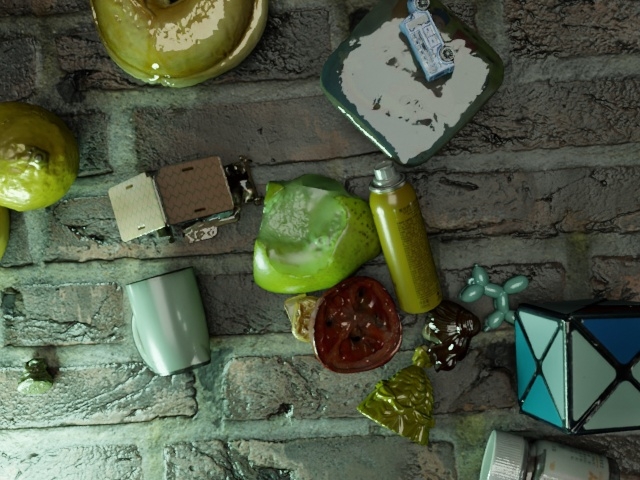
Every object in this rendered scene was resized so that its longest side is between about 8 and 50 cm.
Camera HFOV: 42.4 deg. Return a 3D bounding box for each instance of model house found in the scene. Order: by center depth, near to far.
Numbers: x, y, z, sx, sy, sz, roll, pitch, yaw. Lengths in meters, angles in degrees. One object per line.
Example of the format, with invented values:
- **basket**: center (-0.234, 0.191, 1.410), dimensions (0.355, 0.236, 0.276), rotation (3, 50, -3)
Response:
- **model house**: center (-0.310, -0.085, 1.863), dimensions (0.326, 0.244, 0.169), rotation (-14, 88, 7)

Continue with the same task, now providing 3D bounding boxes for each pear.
- **pear**: center (0.000, 0.000, 1.859), dimensions (0.281, 0.176, 0.287), rotation (13, 94, 5)

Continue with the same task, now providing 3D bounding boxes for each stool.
- **stool**: center (0.198, -0.342, 1.794), dimensions (0.310, 0.226, 0.310), rotation (-45, 85, 6)

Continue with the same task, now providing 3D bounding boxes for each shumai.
- **shumai**: center (-0.703, 0.328, 2.026), dimensions (0.083, 0.082, 0.080), rotation (-17, 51, -5)

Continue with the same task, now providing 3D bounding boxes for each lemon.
- **lemon**: center (-0.681, -0.191, 1.890), dimensions (0.253, 0.310, 0.254), rotation (-5, 101, -26)

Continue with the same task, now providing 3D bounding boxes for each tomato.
- **tomato**: center (0.072, 0.188, 1.870), dimensions (0.227, 0.101, 0.228), rotation (-3, 99, -21)

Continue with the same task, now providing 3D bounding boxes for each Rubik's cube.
- **Rubik's cube**: center (0.567, 0.254, 1.723), dimensions (0.249, 0.248, 0.247), rotation (-2, 90, -10)

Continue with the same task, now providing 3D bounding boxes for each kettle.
- **kettle**: center (-0.364, 0.199, 1.933), dimensions (0.221, 0.161, 0.237), rotation (-15, 92, 35)

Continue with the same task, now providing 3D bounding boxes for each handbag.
- **handbag**: center (-0.045, 0.169, 1.941), dimensions (0.061, 0.027, 0.083), rotation (-23, 93, 4)

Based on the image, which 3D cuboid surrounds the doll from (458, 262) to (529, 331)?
- **doll**: center (0.392, 0.126, 1.863), dimensions (0.158, 0.059, 0.160), rotation (-8, 92, 8)

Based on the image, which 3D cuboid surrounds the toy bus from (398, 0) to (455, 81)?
- **toy bus**: center (0.208, -0.406, 1.643), dimensions (0.076, 0.073, 0.167), rotation (-26, 89, 8)

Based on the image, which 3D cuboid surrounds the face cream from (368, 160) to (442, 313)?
- **face cream**: center (0.179, -0.010, 1.794), dimensions (0.104, 0.105, 0.349), rotation (-14, 117, 8)

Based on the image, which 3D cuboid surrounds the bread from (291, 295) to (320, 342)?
- **bread**: center (-0.023, 0.182, 1.906), dimensions (0.083, 0.044, 0.111), rotation (5, 98, -4)

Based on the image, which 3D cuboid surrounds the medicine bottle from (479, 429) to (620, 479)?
- **medicine bottle**: center (0.498, 0.521, 1.808), dimensions (0.273, 0.165, 0.165), rotation (15, 94, 8)

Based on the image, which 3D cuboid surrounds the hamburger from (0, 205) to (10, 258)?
- **hamburger**: center (-0.952, -0.028, 1.934), dimensions (0.395, 0.277, 0.396), rotation (0, 91, 9)

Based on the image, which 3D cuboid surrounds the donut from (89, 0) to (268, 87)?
- **donut**: center (-0.323, -0.570, 1.872), dimensions (0.448, 0.198, 0.449), rotation (0, 93, 8)

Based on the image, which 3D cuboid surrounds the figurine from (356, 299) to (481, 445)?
- **figurine**: center (0.234, 0.280, 1.856), dimensions (0.187, 0.168, 0.315), rotation (30, 86, -10)
